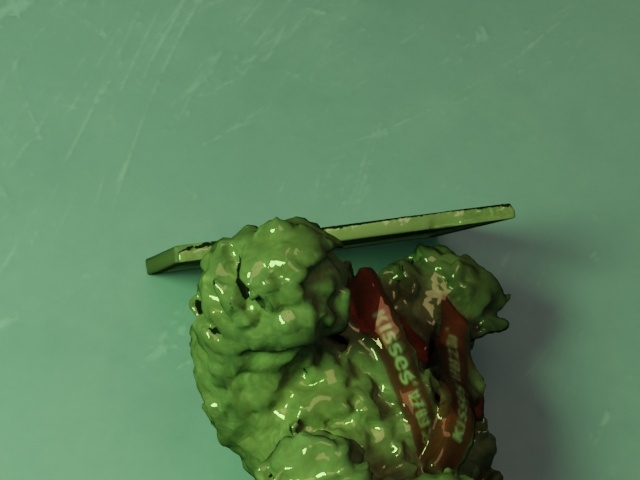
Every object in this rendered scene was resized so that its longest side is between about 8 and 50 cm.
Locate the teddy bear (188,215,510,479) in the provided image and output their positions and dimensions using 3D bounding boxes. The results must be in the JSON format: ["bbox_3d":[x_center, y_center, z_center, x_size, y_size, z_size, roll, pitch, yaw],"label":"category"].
[{"bbox_3d":[0.064,0.178,1.071,0.357,0.224,0.367,13,38,-58],"label":"teddy bear"}]

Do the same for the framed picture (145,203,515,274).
[{"bbox_3d":[0.000,0.000,1.242,0.289,0.213,0.016,-7,88,-14],"label":"framed picture"}]
